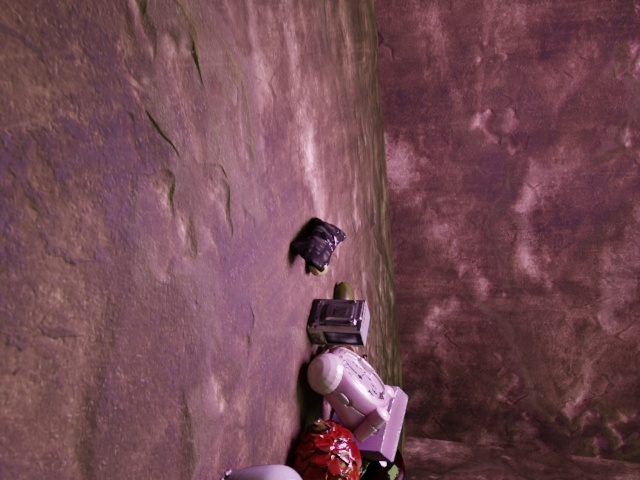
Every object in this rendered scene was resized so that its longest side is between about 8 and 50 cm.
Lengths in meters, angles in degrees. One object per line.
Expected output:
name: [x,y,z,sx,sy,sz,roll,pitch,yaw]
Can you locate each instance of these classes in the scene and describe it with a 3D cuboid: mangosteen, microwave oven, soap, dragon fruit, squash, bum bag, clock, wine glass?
mangosteen: [0.260,1.078,2.272,0.313,0.297,0.297,54,7,20]
microwave oven: [0.069,0.303,1.850,0.129,0.205,0.163,72,24,-46]
soap: [0.188,0.739,2.009,0.107,0.296,0.285,50,44,-29]
dragon fruit: [0.016,0.756,1.657,0.244,0.245,0.298,61,27,-57]
squash: [0.089,0.333,2.118,0.087,0.087,0.331,59,37,-59]
bum bag: [0.000,0.000,1.769,0.095,0.144,0.340,-51,-179,29]
clock: [0.107,0.535,1.837,0.325,0.184,0.342,49,7,6]
wine glass: [-0.081,0.661,1.179,0.238,0.323,0.237,-1,90,-75]
squash: [0.010,0.048,1.886,0.250,0.083,0.083,-69,153,-56]

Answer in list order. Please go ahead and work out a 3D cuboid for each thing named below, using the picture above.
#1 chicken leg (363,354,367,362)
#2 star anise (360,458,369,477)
chicken leg: [0.228,0.698,2.606,0.219,0.048,0.089,-59,148,-59]
star anise: [0.059,0.901,1.867,0.283,0.129,0.212,-30,151,-28]
